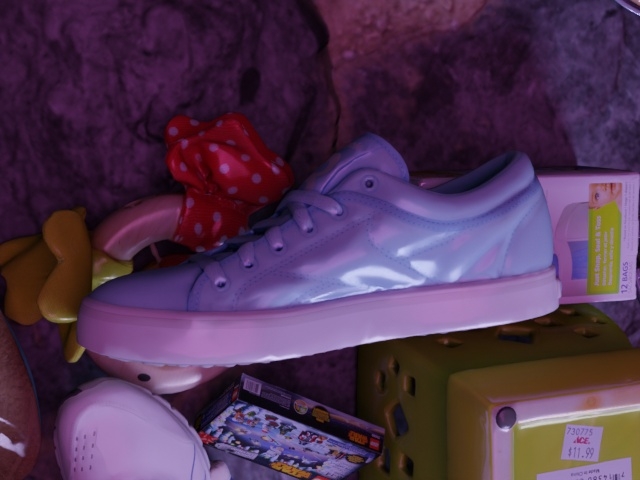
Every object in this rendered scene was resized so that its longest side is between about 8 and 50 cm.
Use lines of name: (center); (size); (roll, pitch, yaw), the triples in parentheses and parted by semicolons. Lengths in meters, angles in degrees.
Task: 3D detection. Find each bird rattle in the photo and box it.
bird rattle: (-0.124, 0.018, 0.920); (0.253, 0.143, 0.207); (-32, 117, -24)

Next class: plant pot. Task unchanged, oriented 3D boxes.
plant pot: (0.171, 0.180, 0.962); (0.228, 0.207, 0.227); (-5, 98, -17)

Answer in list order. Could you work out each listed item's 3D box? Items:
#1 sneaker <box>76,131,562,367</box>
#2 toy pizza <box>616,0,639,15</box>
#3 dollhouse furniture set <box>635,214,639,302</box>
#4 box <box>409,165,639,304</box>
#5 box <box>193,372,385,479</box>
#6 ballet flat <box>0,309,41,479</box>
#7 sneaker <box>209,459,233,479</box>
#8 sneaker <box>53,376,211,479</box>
sneaker: (0.000, 0.000, 0.833); (0.366, 0.135, 0.150); (-7, 94, -22)
toy pizza: (0.325, -0.301, 1.036); (0.201, 0.032, 0.201); (-2, 98, -17)
dollhouse furniture set: (0.353, 0.006, 1.059); (0.114, 0.081, 0.091); (-24, 103, -13)
box: (0.159, -0.005, 0.987); (0.203, 0.103, 0.114); (-2, 97, -17)
box: (-0.028, 0.163, 0.960); (0.137, 0.094, 0.027); (24, 52, -18)
ballet flat: (-0.303, 0.034, 0.823); (0.116, 0.124, 0.342); (-12, 98, 15)
sneaker: (-0.130, 0.256, 0.956); (0.152, 0.058, 0.085); (-27, 96, -19)
sneaker: (-0.112, 0.240, 0.862); (0.111, 0.129, 0.297); (-25, 103, -7)
